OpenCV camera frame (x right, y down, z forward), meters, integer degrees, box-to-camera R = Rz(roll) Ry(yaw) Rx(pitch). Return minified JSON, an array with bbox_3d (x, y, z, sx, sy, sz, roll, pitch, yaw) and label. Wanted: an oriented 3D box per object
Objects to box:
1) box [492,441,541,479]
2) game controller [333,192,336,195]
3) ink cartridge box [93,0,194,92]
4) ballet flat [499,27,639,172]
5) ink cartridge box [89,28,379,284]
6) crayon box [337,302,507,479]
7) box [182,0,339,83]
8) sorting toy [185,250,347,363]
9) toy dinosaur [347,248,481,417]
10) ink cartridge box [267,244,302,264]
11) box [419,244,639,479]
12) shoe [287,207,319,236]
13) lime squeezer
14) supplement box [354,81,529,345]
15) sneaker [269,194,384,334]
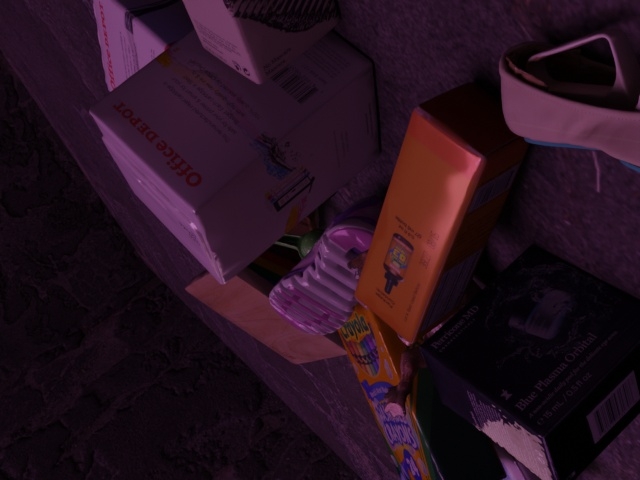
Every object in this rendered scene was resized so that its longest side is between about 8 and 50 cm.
[{"bbox_3d":[0.213,0.256,1.291,0.232,0.058,0.322,61,167,0],"label":"box"},{"bbox_3d":[-0.090,-0.160,1.245,0.319,0.067,0.167,32,143,48],"label":"game controller"},{"bbox_3d":[-0.179,-0.214,1.159,0.237,0.100,0.172,43,147,34],"label":"ink cartridge box"},{"bbox_3d":[0.192,-0.085,0.558,0.086,0.086,0.248,57,164,-28],"label":"ballet flat"},{"bbox_3d":[-0.081,-0.110,0.965,0.171,0.232,0.168,43,164,24],"label":"ink cartridge box"},{"bbox_3d":[0.108,0.168,1.218,0.203,0.083,0.323,137,112,-75],"label":"crayon box"},{"bbox_3d":[-0.076,-0.274,0.789,0.094,0.113,0.275,39,163,33],"label":"box"},{"bbox_3d":[-0.080,0.103,1.625,0.255,0.089,0.257,36,158,-12],"label":"sorting toy"},{"bbox_3d":[0.140,0.064,1.020,0.127,0.200,0.296,-16,95,31],"label":"toy dinosaur"},{"bbox_3d":[-0.075,0.054,1.710,0.239,0.060,0.275,44,165,24],"label":"ink cartridge box"},{"bbox_3d":[0.204,0.110,0.841,0.158,0.156,0.093,34,158,46],"label":"box"},{"bbox_3d":[-0.032,-0.045,1.360,0.076,0.058,0.219,17,169,-2],"label":"shoe"},{"bbox_3d":[0.000,0.000,1.251,0.110,0.059,0.310,20,163,-41],"label":"lime squeezer"},{"bbox_3d":[0.102,-0.017,0.812,0.078,0.080,0.233,41,138,24],"label":"supplement box"},{"bbox_3d":[0.023,0.027,1.126,0.095,0.105,0.236,34,137,-8],"label":"sneaker"}]
